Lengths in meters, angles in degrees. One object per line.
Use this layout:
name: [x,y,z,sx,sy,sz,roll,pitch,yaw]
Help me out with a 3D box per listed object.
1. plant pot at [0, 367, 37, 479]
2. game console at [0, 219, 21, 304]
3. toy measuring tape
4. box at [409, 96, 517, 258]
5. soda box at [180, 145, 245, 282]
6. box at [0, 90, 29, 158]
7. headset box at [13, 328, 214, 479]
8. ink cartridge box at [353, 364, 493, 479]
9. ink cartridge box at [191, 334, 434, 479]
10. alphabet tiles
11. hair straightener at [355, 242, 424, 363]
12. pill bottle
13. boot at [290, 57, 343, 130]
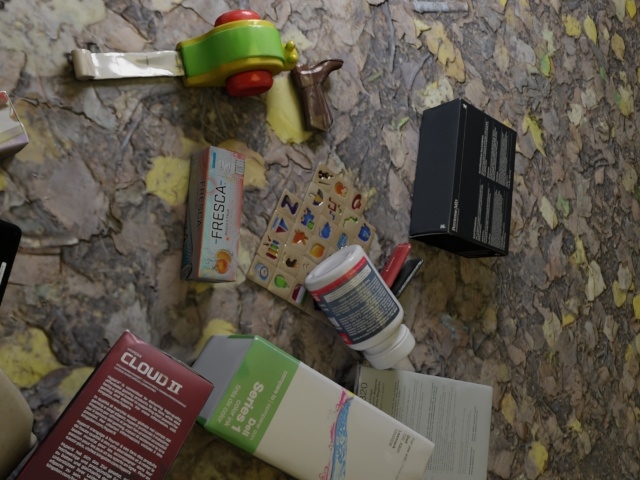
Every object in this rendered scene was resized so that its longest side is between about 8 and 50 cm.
plant pot: [-0.415,0.196,0.429,0.334,0.333,0.305,58,44,-17]
game console: [-0.406,0.026,0.619,0.107,0.071,0.122,36,61,-62]
toy measuring tape: [-0.158,-0.256,0.779,0.330,0.121,0.122,-13,93,-37]
box: [0.280,-0.113,1.102,0.184,0.103,0.261,18,74,-38]
soda box: [-0.149,-0.034,0.789,0.058,0.063,0.183,11,78,-36]
box: [-0.463,-0.072,0.554,0.324,0.067,0.063,-29,102,-37]
headset box: [-0.234,0.241,0.548,0.110,0.218,0.293,36,45,-10]
ink cartridge box: [0.153,0.390,0.966,0.330,0.071,0.324,17,75,-30]
ink cartridge box: [-0.029,0.237,0.728,0.278,0.201,0.117,35,69,-17]
alphabet tiles: [0.000,0.000,0.934,0.198,0.009,0.237,34,65,-29]
hair straightener: [0.124,0.119,0.989,0.089,0.047,0.230,42,62,-25]
pill bottle: [0.066,0.107,0.885,0.108,0.108,0.180,-41,101,-33]
boot: [0.008,-0.240,0.950,0.106,0.037,0.114,-20,94,-24]
